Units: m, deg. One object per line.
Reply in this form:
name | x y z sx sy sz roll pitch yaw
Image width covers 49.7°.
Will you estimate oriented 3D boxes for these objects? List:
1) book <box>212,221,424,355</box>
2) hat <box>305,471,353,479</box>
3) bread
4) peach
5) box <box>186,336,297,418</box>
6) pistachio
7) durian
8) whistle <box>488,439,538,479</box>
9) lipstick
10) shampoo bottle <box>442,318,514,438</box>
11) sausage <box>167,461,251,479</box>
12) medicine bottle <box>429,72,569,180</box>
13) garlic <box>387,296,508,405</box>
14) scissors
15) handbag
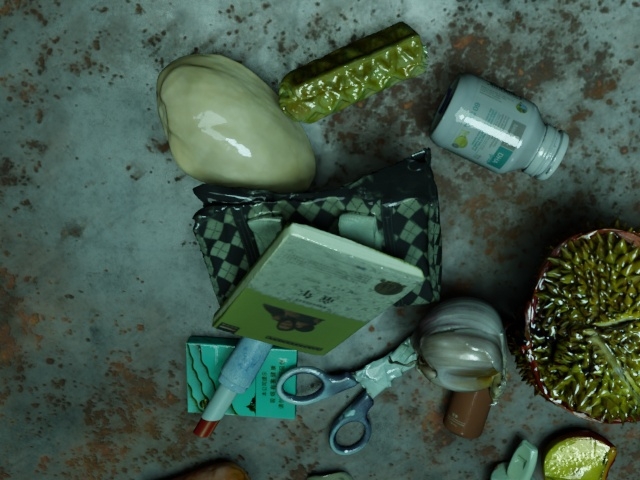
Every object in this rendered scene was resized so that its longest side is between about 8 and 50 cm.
book | -0.016 0.100 1.171 0.239 0.035 0.352 19 142 -20
hat | 0.023 0.580 1.472 0.147 0.085 0.175 -14 106 10
bread | 0.051 -0.283 1.181 0.269 0.087 0.098 -26 102 -7
peach | 0.512 0.439 1.376 0.151 0.118 0.151 16 132 18
box | -0.161 0.283 1.422 0.226 0.042 0.161 4 106 3
pistachio | -0.148 -0.189 1.208 0.318 0.193 0.214 31 87 -18
durian | 0.477 0.137 1.149 0.347 0.384 0.348 -1 102 -4
whistle | 0.389 0.518 1.411 0.101 0.106 0.253 23 115 20
lipstick | -0.174 0.282 1.366 0.068 0.061 0.274 30 104 -6
shampoo bottle | 0.313 0.268 1.359 0.085 0.085 0.244 16 105 0
sausage | -0.266 0.550 1.476 0.259 0.113 0.113 -22 103 12
medicine bottle | 0.310 -0.188 1.194 0.215 0.135 0.135 25 107 -2
garlic | 0.245 0.219 1.257 0.207 0.207 0.257 38 132 -7
scissors | 0.126 0.271 1.389 0.383 0.029 0.256 -34 113 9
handbag | 0.000 0.000 1.196 0.416 0.180 0.317 -6 145 7
